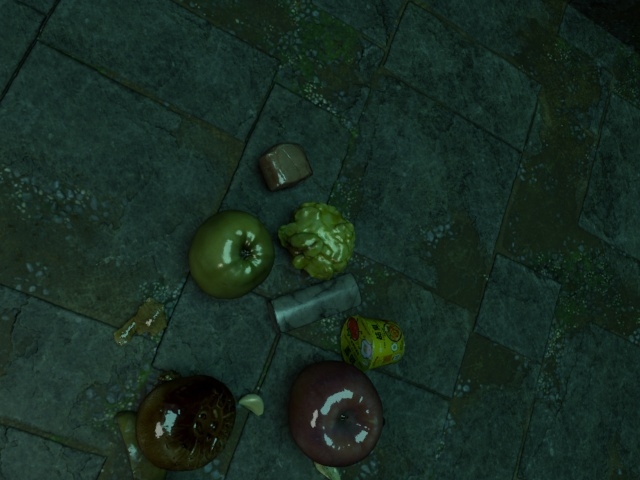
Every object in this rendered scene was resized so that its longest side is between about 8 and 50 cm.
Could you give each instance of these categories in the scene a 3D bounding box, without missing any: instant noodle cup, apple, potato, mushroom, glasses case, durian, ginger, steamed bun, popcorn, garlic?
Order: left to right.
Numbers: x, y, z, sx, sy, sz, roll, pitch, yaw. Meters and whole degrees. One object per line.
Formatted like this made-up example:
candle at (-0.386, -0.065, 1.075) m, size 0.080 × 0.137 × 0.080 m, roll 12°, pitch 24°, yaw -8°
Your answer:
ginger at (-0.500, 0.242, 1.659) m, size 0.165 × 0.067 × 0.096 m, roll -46°, pitch 100°, yaw -8°
potato at (-0.470, 0.585, 1.596) m, size 0.121 × 0.100 × 0.260 m, roll -15°, pitch 88°, yaw -23°
mushroom at (-0.360, 0.483, 1.600) m, size 0.297 × 0.163 × 0.278 m, roll -6°, pitch 76°, yaw -50°
apple at (-0.253, 0.043, 1.700) m, size 0.263 × 0.262 × 0.262 m, roll 3°, pitch 81°, yaw -21°
garlic at (-0.200, 0.487, 1.754) m, size 0.083 × 0.041 × 0.053 m, roll 44°, pitch 74°, yaw -18°
steamed bun at (-0.116, -0.235, 1.867) m, size 0.175 × 0.106 × 0.144 m, roll -24°, pitch 86°, yaw -37°
glasses case at (-0.015, 0.197, 1.860) m, size 0.300 × 0.060 × 0.114 m, roll -18°, pitch 89°, yaw -23°
popcorn at (0.000, 0.000, 1.834) m, size 0.255 × 0.195 × 0.255 m, roll -11°, pitch 87°, yaw -33°
durian at (0.028, 0.701, 1.798) m, size 0.052 × 0.066 × 0.130 m, roll -44°, pitch 108°, yaw -21°
apple at (0.038, 0.510, 1.739) m, size 0.306 × 0.235 × 0.305 m, roll 1°, pitch 86°, yaw -19°
instant noodle cup at (0.172, 0.326, 1.861) m, size 0.144 × 0.182 × 0.182 m, roll 1°, pitch 81°, yaw -30°

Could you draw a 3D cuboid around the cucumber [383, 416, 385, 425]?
cucumber at (0.179, 0.574, 1.860) m, size 0.048 × 0.105 × 0.048 m, roll 5°, pitch 71°, yaw -16°
